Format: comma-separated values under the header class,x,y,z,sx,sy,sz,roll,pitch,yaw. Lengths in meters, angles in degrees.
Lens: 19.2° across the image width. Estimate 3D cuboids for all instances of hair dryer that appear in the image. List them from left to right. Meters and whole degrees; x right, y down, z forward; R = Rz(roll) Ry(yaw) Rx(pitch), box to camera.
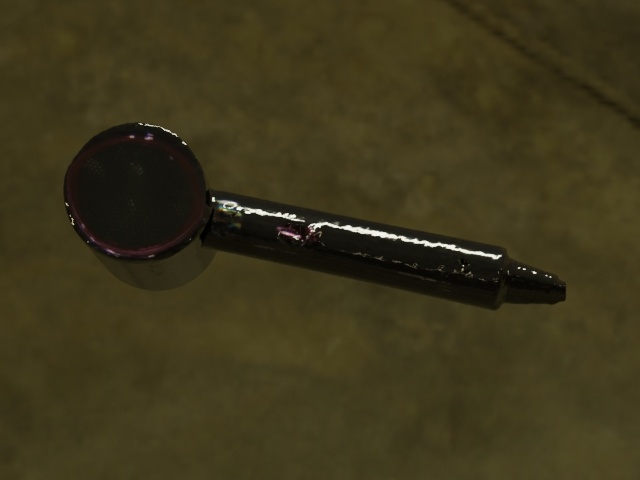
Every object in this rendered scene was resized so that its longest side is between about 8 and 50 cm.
class,x,y,z,sx,sy,sz,roll,pitch,yaw
hair dryer,0.000,-0.001,0.953,0.248,0.114,0.070,10,81,2
